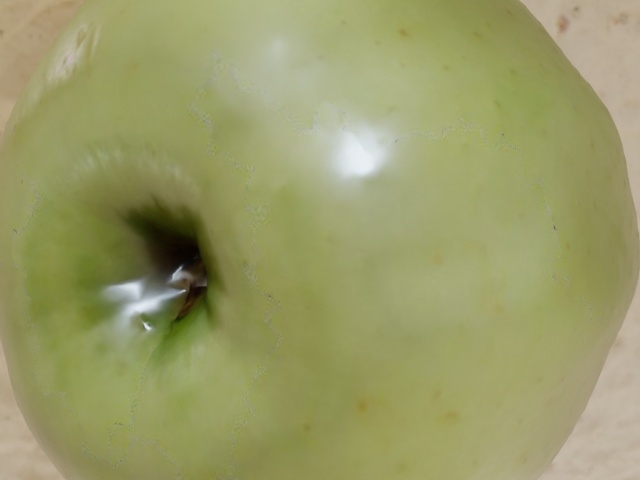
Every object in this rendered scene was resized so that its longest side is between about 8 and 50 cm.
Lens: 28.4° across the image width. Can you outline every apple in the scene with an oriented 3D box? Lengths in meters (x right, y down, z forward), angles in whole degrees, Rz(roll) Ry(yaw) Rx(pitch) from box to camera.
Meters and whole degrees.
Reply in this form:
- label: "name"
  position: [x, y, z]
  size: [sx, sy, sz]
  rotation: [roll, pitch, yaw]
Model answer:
- label: "apple"
  position: [0.000, 0.000, 0.696]
  size: [0.357, 0.357, 0.357]
  rotation: [-8, 136, -7]
